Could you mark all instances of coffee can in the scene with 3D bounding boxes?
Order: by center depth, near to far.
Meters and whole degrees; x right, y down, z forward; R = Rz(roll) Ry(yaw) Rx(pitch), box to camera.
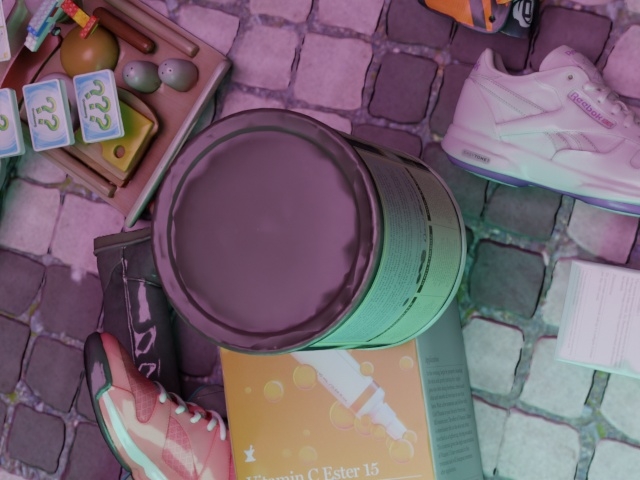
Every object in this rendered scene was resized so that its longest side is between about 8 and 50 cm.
[{"bbox_3d":[0.000,0.000,1.395,0.201,0.275,0.202,-1,86,20],"label":"coffee can"}]

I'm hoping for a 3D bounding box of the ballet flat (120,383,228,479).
[{"bbox_3d":[-0.163,0.254,1.735,0.068,0.072,0.213,44,102,30],"label":"ballet flat"}]

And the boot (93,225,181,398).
[{"bbox_3d":[-0.177,0.091,1.750,0.189,0.076,0.209,-12,76,35],"label":"boot"}]

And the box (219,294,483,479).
[{"bbox_3d":[0.028,0.134,1.614,0.215,0.168,0.345,-11,83,20],"label":"box"}]

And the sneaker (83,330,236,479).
[{"bbox_3d":[-0.142,0.213,1.656,0.136,0.116,0.314,-29,108,-5],"label":"sneaker"}]

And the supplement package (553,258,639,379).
[{"bbox_3d":[0.333,0.085,1.528,0.179,0.105,0.105,12,91,22],"label":"supplement package"}]

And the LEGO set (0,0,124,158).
[{"bbox_3d":[-0.324,-0.221,1.744,0.182,0.060,0.244,-7,93,22],"label":"LEGO set"}]

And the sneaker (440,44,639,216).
[{"bbox_3d":[0.271,-0.110,1.557,0.305,0.114,0.152,17,95,22],"label":"sneaker"}]

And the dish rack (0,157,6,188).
[{"bbox_3d":[-0.537,-0.058,1.904,0.332,0.072,0.286,30,99,20],"label":"dish rack"}]

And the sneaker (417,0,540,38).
[{"bbox_3d":[0.235,-0.298,1.591,0.321,0.124,0.180,-4,90,32],"label":"sneaker"}]

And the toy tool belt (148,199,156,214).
[{"bbox_3d":[-0.153,-0.043,1.759,0.083,0.052,0.051,-42,65,16],"label":"toy tool belt"}]

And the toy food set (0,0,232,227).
[{"bbox_3d":[-0.272,-0.183,1.791,0.306,0.092,0.220,35,100,20],"label":"toy food set"}]
